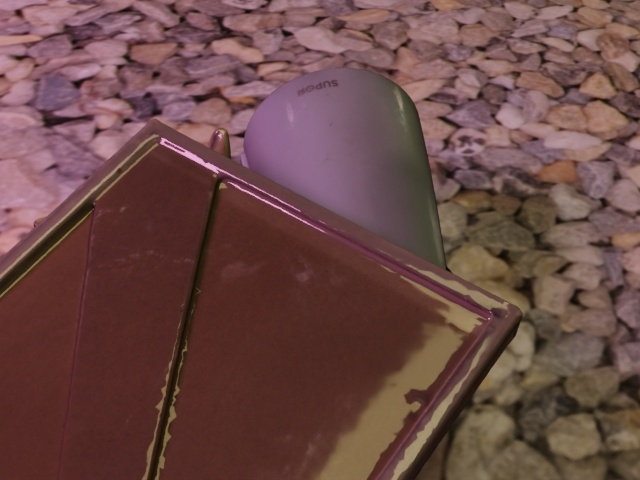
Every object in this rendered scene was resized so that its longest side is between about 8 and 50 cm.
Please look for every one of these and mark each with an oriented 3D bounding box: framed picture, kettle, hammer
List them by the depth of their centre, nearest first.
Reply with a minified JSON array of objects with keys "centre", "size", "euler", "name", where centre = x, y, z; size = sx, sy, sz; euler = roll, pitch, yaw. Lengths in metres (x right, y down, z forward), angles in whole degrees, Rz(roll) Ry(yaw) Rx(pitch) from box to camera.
[{"centre":[-0.121,0.124,0.667],"size":[0.326,0.028,0.446],"euler":[29,57,21],"name":"framed picture"},{"centre":[0.000,0.000,0.872],"size":[0.211,0.160,0.243],"euler":[-11,47,1],"name":"kettle"},{"centre":[-0.163,-0.050,0.954],"size":[0.195,0.060,0.028],"euler":[-23,50,-31],"name":"hammer"}]
